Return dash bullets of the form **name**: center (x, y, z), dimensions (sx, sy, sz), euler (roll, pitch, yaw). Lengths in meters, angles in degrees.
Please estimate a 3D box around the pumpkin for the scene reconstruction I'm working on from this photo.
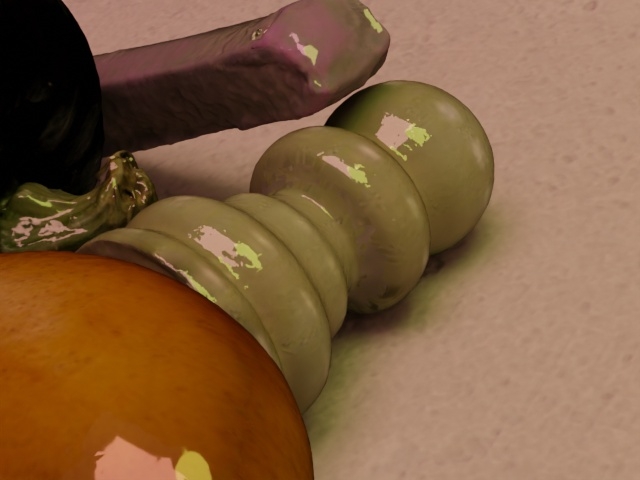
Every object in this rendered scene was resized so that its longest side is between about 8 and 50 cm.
- **pumpkin**: center (-0.231, -0.031, 0.977), dimensions (0.296, 0.296, 0.296), euler (-13, 34, 9)

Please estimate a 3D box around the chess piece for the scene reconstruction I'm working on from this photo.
- **chess piece**: center (0.000, 0.000, 0.943), dimensions (0.144, 0.144, 0.251), euler (15, 40, 40)

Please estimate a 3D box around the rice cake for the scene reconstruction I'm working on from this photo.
- **rice cake**: center (-0.109, -0.094, 1.080), dimensions (0.399, 0.064, 0.070), euler (-6, 31, 49)

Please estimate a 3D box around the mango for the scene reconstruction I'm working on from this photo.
- **mango**: center (-0.125, 0.099, 0.761), dimensions (0.350, 0.201, 0.199), euler (2, 74, 53)
